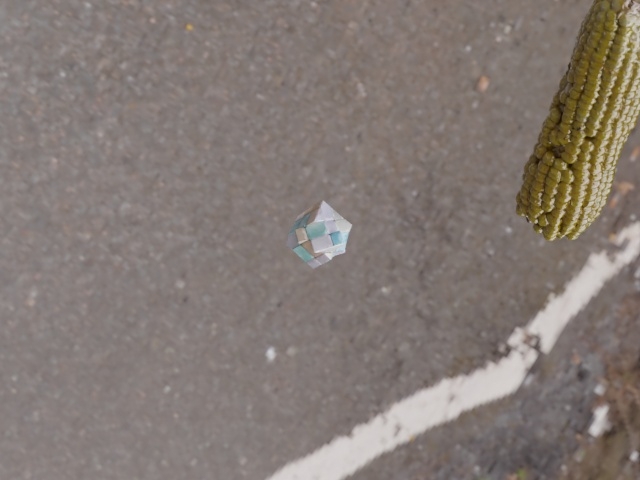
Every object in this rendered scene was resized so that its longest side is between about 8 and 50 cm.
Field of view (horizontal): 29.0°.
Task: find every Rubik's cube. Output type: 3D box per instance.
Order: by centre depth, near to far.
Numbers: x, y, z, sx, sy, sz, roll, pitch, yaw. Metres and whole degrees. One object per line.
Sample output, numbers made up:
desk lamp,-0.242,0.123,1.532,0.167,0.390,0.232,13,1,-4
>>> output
Rubik's cube,-0.001,-0.002,1.753,0.075,0.084,0.073,-54,-173,47

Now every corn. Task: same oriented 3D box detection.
corn,0.270,-0.119,1.249,0.097,0.097,0.319,-33,148,-37
